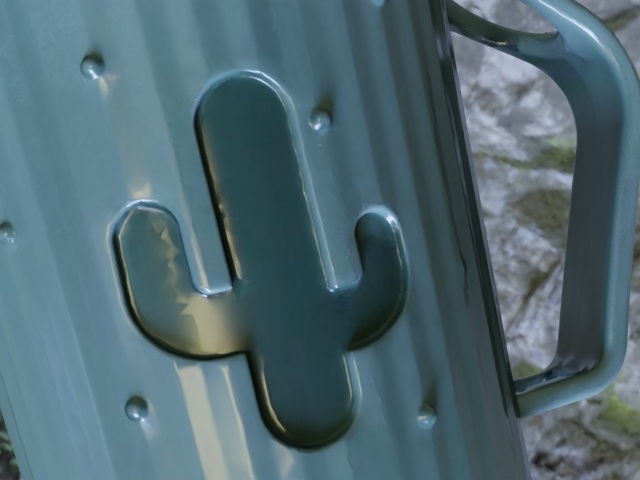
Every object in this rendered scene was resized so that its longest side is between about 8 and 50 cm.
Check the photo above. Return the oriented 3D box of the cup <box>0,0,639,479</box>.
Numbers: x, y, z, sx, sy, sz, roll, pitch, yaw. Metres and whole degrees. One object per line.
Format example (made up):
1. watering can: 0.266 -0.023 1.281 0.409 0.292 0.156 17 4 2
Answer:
1. cup: -0.009 0.000 0.567 0.310 0.401 0.392 3 72 -73
